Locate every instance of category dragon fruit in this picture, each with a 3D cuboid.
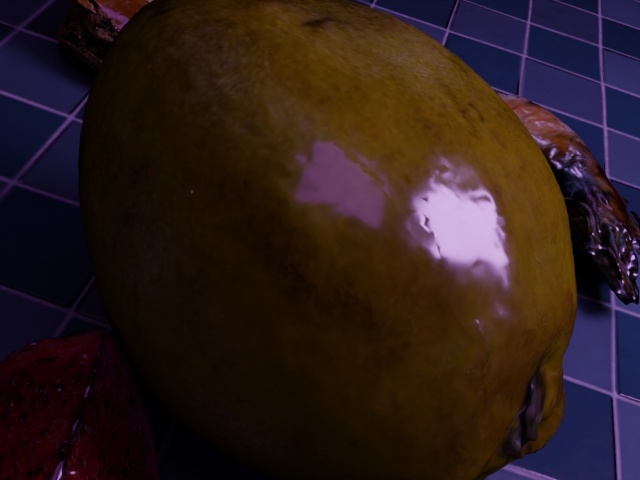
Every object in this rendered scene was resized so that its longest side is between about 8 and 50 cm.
[{"bbox_3d":[-0.184,0.195,0.481,0.189,0.163,0.262,38,36,-25],"label":"dragon fruit"}]

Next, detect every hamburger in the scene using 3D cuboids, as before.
[{"bbox_3d":[-0.201,-0.265,0.989,0.230,0.107,0.231,13,40,-12],"label":"hamburger"}]

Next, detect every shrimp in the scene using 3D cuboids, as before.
[{"bbox_3d":[0.227,-0.057,0.954,0.233,0.071,0.365,-8,48,-14],"label":"shrimp"}]

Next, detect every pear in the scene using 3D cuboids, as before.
[{"bbox_3d":[0.000,0.000,0.611,0.351,0.352,0.413,-19,64,-34],"label":"pear"}]
